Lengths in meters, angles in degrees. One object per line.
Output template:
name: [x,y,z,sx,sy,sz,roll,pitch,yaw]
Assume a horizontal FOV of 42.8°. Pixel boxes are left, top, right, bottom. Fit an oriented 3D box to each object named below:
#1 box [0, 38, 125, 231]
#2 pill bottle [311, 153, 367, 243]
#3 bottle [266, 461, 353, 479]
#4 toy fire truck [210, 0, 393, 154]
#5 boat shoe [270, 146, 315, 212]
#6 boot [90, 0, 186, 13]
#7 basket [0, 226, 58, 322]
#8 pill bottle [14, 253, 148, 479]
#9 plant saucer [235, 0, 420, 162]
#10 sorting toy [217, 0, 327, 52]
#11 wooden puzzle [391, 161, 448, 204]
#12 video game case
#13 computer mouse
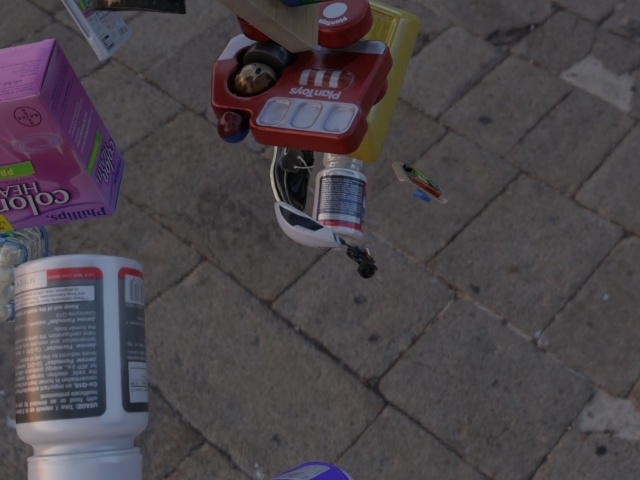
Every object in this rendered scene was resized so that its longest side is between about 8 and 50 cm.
box: [-0.429,-0.138,1.156,0.213,0.243,0.117,-7,52,9]
pill bottle: [0.040,-0.091,1.650,0.107,0.108,0.180,5,78,2]
bottle: [-0.023,0.285,0.848,0.118,0.283,0.092,-24,76,10]
toy fire truck: [-0.044,-0.248,1.274,0.302,0.169,0.254,10,55,24]
boat shoe: [-0.052,-0.158,1.705,0.084,0.079,0.233,27,51,-37]
boot: [-0.258,-0.461,1.147,0.131,0.260,0.348,-2,24,-7]
basket: [-0.589,0.040,1.432,0.254,0.289,0.201,8,91,-13]
pill bottle: [-0.301,0.170,1.031,0.161,0.161,0.283,-3,78,-5]
plant saucer: [0.008,-0.359,1.580,0.332,0.081,0.333,19,78,-4]
sorting toy: [-0.035,-0.311,0.623,0.089,0.255,0.257,-2,82,25]
wooden puzzle: [0.131,-0.078,1.075,0.078,0.014,0.116,23,22,-24]
video game case: [-0.444,-0.453,1.582,0.023,0.183,0.201,-25,23,13]
computer mouse: [0.000,0.000,1.304,0.193,0.106,0.042,29,83,16]
